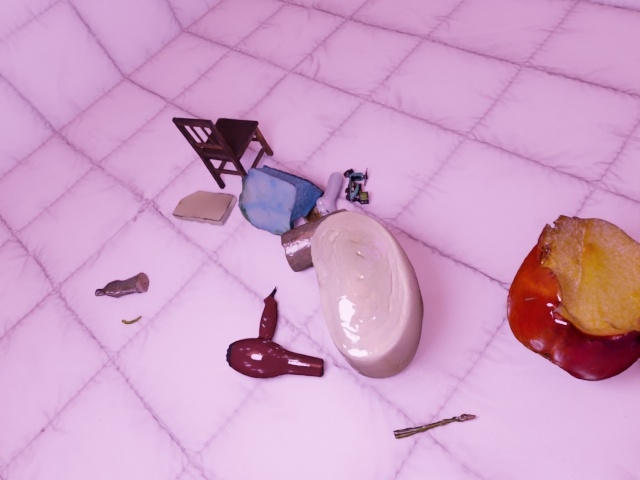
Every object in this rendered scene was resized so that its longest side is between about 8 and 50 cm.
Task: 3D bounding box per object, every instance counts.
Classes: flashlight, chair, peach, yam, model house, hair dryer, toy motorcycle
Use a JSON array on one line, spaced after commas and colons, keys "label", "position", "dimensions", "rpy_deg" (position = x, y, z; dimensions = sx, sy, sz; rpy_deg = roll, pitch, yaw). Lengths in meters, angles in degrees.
[{"label": "flashlight", "position": [0.039, -0.184, 1.641], "dimensions": [0.047, 0.093, 0.200], "rpy_deg": [-12, 51, 46]}, {"label": "chair", "position": [-0.380, -0.419, 1.708], "dimensions": [0.203, 0.416, 0.241], "rpy_deg": [12, 63, 22]}, {"label": "peach", "position": [0.687, 0.136, 1.104], "dimensions": [0.339, 0.353, 0.417], "rpy_deg": [27, 92, 9]}, {"label": "yam", "position": [0.000, 0.000, 1.496], "dimensions": [0.268, 0.161, 0.161], "rpy_deg": [-23, 56, 0]}, {"label": "model house", "position": [-0.149, -0.174, 1.656], "dimensions": [0.261, 0.226, 0.241], "rpy_deg": [24, 30, 25]}, {"label": "hair dryer", "position": [-0.133, 0.298, 1.401], "dimensions": [0.312, 0.123, 0.340], "rpy_deg": [3, 48, 5]}, {"label": "toy motorcycle", "position": [0.143, -0.219, 1.655], "dimensions": [0.100, 0.058, 0.173], "rpy_deg": [-4, 58, 5]}]

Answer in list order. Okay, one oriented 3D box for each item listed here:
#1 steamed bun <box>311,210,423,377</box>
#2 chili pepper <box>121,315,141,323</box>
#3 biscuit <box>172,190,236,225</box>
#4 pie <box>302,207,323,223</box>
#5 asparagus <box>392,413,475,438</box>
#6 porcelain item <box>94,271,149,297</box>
[{"label": "steamed bun", "position": [0.150, 0.151, 1.232], "dimensions": [0.289, 0.371, 0.456], "rpy_deg": [-17, 59, 4]}, {"label": "chili pepper", "position": [-0.724, 0.305, 1.595], "dimensions": [0.083, 0.017, 0.030], "rpy_deg": [-8, 56, 11]}, {"label": "biscuit", "position": [-0.497, -0.141, 1.789], "dimensions": [0.252, 0.052, 0.150], "rpy_deg": [8, 58, 19]}, {"label": "pie", "position": [-0.028, -0.097, 1.648], "dimensions": [0.085, 0.017, 0.085], "rpy_deg": [-7, 58, 11]}, {"label": "asparagus", "position": [0.317, 0.516, 1.165], "dimensions": [0.232, 0.022, 0.023], "rpy_deg": [-18, 12, 7]}, {"label": "porcelain item", "position": [-0.794, 0.191, 1.654], "dimensions": [0.215, 0.069, 0.081], "rpy_deg": [-14, 60, 5]}]
